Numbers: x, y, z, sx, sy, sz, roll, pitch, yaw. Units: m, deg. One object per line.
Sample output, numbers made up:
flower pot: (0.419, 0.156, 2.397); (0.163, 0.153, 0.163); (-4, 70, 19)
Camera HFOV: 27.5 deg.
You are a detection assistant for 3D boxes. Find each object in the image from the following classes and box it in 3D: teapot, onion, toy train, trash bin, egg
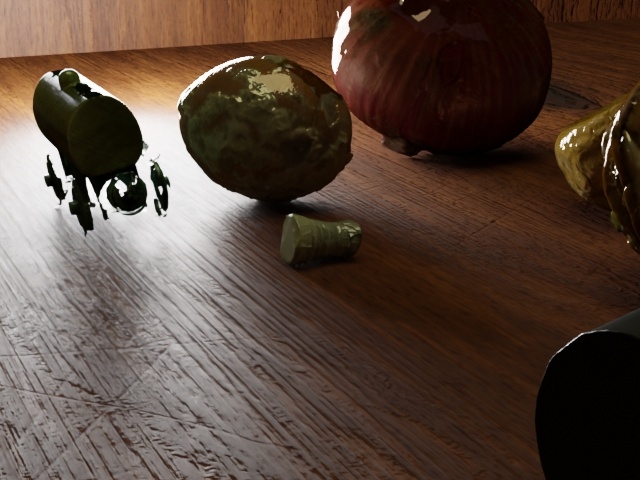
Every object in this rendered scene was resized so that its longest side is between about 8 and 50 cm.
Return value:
teapot: (0.000, 0.000, 1.447); (0.083, 0.057, 0.067); (-1, -14, -21)
onion: (0.175, -0.281, 1.979); (0.353, 0.354, 0.354); (-1, 16, 0)
teapot: (0.403, -0.100, 1.614); (0.203, 0.167, 0.311); (-30, 2, -13)
toy train: (-0.271, -0.121, 1.618); (0.126, 0.190, 0.307); (-8, 17, -19)
trash bin: (0.316, 0.091, 0.822); (0.333, 0.214, 0.214); (-13, 20, -29)
egg: (-0.071, -0.146, 1.690); (0.233, 0.195, 0.195); (21, 20, 11)

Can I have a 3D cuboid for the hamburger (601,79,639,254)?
hamburger: (0.405, -0.062, 1.307); (0.260, 0.245, 0.211); (25, -3, 4)
